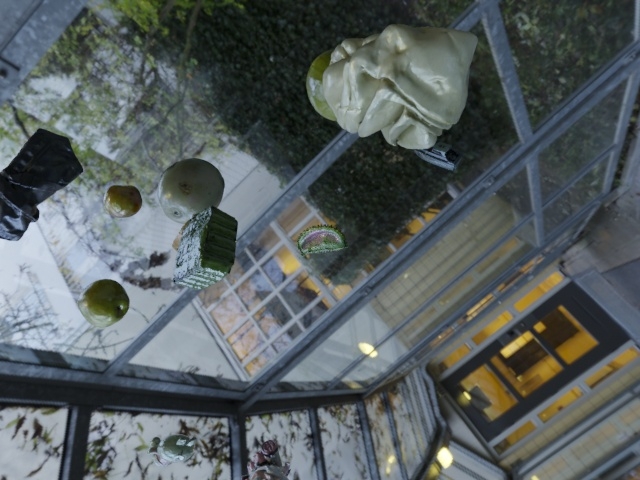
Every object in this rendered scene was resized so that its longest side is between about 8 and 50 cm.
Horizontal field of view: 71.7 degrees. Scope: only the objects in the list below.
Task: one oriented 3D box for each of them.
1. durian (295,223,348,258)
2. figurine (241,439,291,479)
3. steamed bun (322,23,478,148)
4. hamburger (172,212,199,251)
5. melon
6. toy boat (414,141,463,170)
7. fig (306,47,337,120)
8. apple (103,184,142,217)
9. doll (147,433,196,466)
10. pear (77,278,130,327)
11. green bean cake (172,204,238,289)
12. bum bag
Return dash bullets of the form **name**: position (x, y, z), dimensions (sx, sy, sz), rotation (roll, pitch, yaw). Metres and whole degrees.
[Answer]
- **durian**: position (0.000, -0.005, 1.872), dimensions (0.095, 0.221, 0.137), rotation (-66, -37, -79)
- **figurine**: position (-0.204, 0.983, 1.741), dimensions (0.211, 0.253, 0.361), rotation (18, -174, -7)
- **steamed bun**: position (0.140, -0.287, 0.872), dimensions (0.289, 0.203, 0.276), rotation (4, -172, 10)
- **hamburger**: position (-0.385, 0.021, 1.489), dimensions (0.207, 0.135, 0.155), rotation (45, 154, -9)
- **melon**: position (-0.557, -0.221, 1.915), dimensions (0.268, 0.269, 0.330), rotation (43, -141, -25)
- **toy boat**: position (0.305, -0.235, 1.184), dimensions (0.141, 0.055, 0.060), rotation (29, 150, 27)
- **fig**: position (0.070, -0.522, 1.484), dimensions (0.239, 0.239, 0.271), rotation (44, -172, -18)
- **apple**: position (-0.606, -0.124, 1.365), dimensions (0.099, 0.101, 0.114), rotation (23, -154, 34)
- **doll**: position (-0.584, 0.832, 1.752), dimensions (0.155, 0.275, 0.113), rotation (27, -128, -32)
- **pear**: position (-0.875, 0.253, 1.798), dimensions (0.198, 0.198, 0.198), rotation (46, -170, -11)
- **green bean cake**: position (-0.331, 0.026, 1.276), dimensions (0.113, 0.200, 0.214), rotation (25, -126, -34)
- **bum bag**: position (-0.709, -0.127, 1.069), dimensions (0.137, 0.310, 0.074), rotation (45, 174, -39)
